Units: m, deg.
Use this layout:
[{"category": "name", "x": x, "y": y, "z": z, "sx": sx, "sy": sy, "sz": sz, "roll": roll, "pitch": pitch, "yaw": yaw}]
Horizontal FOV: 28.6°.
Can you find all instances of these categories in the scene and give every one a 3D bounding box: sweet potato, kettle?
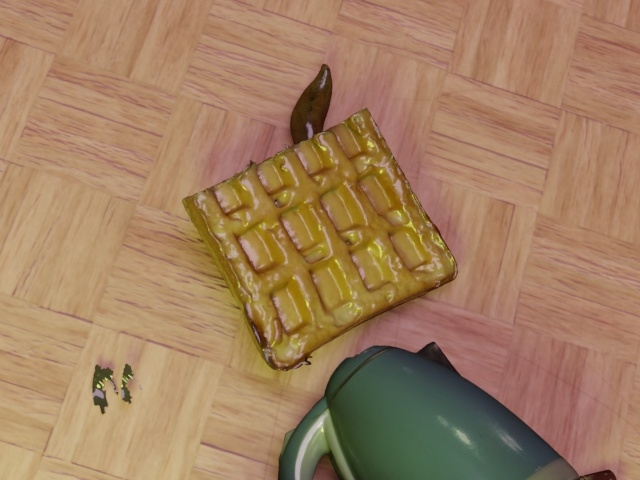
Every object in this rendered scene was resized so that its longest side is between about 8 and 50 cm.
[{"category": "sweet potato", "x": -0.014, "y": -0.156, "z": 1.951, "sx": 0.069, "sy": 0.059, "sz": 0.249, "roll": 7, "pitch": 70, "yaw": -21}, {"category": "kettle", "x": 0.115, "y": 0.309, "z": 1.689, "sx": 0.319, "sy": 0.247, "sz": 0.342, "roll": -40, "pitch": 68, "yaw": -14}]

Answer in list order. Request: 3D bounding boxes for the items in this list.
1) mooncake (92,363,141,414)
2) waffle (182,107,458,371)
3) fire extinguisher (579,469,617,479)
[{"category": "mooncake", "x": -0.172, "y": 0.127, "z": 1.799, "sx": 0.346, "sy": 0.057, "sz": 0.150, "roll": -16, "pitch": 69, "yaw": -17}, {"category": "waffle", "x": 0.001, "y": 0.000, "z": 1.837, "sx": 0.348, "sy": 0.077, "sz": 0.304, "roll": -26, "pitch": 86, "yaw": -27}, {"category": "fire extinguisher", "x": 0.361, "y": 0.363, "z": 1.810, "sx": 0.132, "sy": 0.039, "sz": 0.056, "roll": -11, "pitch": 61, "yaw": -15}]
